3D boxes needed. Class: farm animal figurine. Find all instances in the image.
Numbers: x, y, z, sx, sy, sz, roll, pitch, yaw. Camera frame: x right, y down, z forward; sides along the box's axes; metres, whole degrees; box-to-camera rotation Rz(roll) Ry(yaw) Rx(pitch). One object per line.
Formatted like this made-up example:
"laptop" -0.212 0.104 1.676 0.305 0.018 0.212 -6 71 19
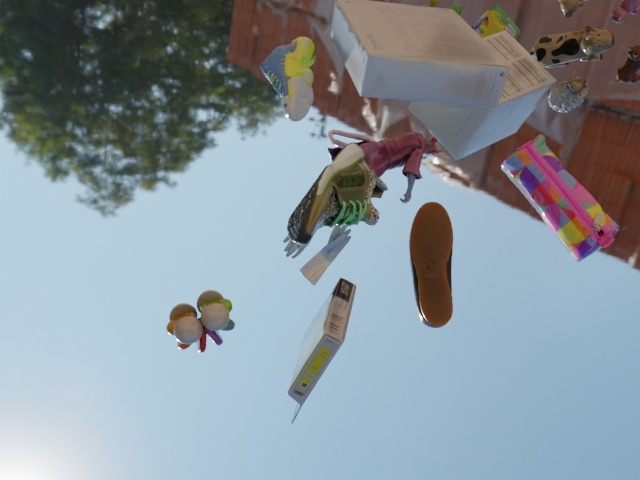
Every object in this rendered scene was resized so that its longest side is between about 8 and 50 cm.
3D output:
"farm animal figurine" 0.679 -0.532 1.929 0.172 0.330 0.327 -16 175 -46

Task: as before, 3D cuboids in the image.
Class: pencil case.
"pencil case" 0.423 -0.075 1.320 0.104 0.104 0.236 -17 -116 -47

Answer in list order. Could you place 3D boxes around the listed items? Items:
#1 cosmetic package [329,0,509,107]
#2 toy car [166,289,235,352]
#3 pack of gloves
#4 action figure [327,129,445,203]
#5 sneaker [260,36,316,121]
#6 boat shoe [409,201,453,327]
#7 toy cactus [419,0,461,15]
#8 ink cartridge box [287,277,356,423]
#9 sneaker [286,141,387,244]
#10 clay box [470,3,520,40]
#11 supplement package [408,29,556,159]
"cosmetic package" 0.190 -0.403 1.576 0.285 0.097 0.377 4 -148 -12
"toy car" -0.307 0.226 1.984 0.182 0.136 0.159 -26 -159 -8
"pack of gloves" 0.000 0.000 2.373 0.195 0.232 0.046 48 161 -30
"action figure" 0.196 -0.270 2.267 0.371 0.275 0.248 -19 -143 -10
"sneaker" -0.083 -0.378 1.795 0.126 0.091 0.240 -5 -123 24
"boat shoe" 0.183 0.042 1.250 0.073 0.206 0.073 1 173 3
"toy cactus" 0.272 -0.507 1.918 0.219 0.180 0.112 -37 -151 -6
"ink cartridge box" -0.012 0.294 2.055 0.072 0.307 0.303 30 -154 -6
"sneaker" 0.065 -0.095 1.819 0.182 0.158 0.410 36 -140 0
"clay box" 0.510 -0.618 2.356 0.127 0.222 0.053 52 -153 6
"supplement package" 0.407 -0.371 1.899 0.263 0.199 0.198 -26 -111 -35
